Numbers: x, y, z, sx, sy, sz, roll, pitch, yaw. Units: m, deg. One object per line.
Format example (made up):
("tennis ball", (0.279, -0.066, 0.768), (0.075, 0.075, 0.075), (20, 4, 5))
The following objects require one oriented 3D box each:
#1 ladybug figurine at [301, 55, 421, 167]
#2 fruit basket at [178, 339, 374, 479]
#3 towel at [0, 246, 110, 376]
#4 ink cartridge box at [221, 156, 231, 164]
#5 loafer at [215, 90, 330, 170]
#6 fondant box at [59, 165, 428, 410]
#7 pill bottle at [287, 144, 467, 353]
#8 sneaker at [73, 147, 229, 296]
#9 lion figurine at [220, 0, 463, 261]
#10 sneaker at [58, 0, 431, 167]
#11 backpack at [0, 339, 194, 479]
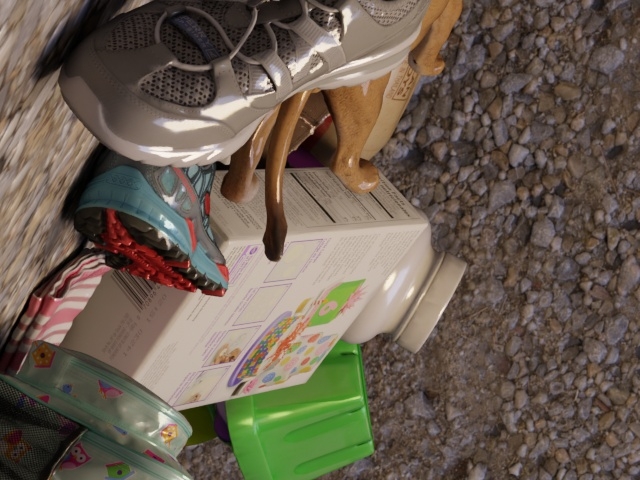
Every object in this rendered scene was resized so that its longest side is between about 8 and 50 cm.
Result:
("ladybug figurine", (0.046, -0.235, 1.794), (0.449, 0.162, 0.305), (-59, 174, -76))
("fruit basket", (-0.130, 0.144, 2.050), (0.392, 0.392, 0.283), (-60, 159, -26))
("towel", (-0.237, 0.103, 1.308), (0.197, 0.029, 0.144), (-60, 179, 18))
("ink cartridge box", (-0.068, -0.154, 1.413), (0.109, 0.063, 0.150), (-60, 180, -32))
("loafer", (-0.092, -0.039, 1.636), (0.366, 0.130, 0.134), (-61, 179, 42))
("fondant box", (-0.073, 0.047, 1.563), (0.330, 0.096, 0.238), (-4, 137, -54))
("pill bottle", (0.000, 0.000, 1.875), (0.181, 0.323, 0.181), (-60, 179, -2))
("sneaker", (-0.111, -0.032, 1.260), (0.262, 0.104, 0.125), (83, 25, -78))
("lion figurine", (0.044, -0.184, 1.279), (0.240, 0.142, 0.392), (108, 4, -49))
("sneaker", (-0.035, -0.135, 0.935), (0.281, 0.105, 0.115), (-31, 161, -42))
("backpack", (-0.169, 0.170, 1.194), (0.144, 0.188, 0.166), (-52, 166, -14))
